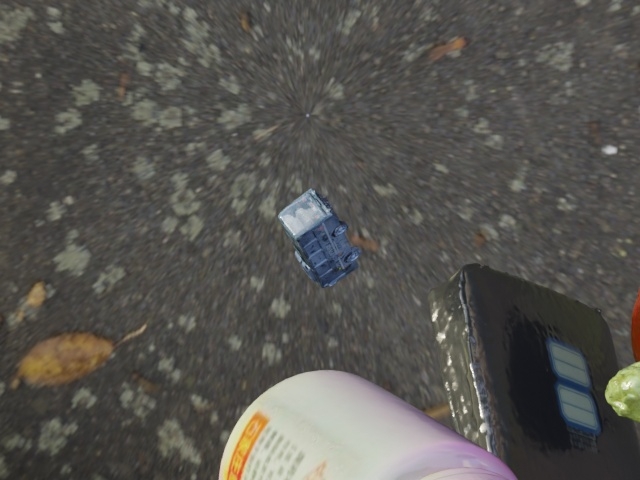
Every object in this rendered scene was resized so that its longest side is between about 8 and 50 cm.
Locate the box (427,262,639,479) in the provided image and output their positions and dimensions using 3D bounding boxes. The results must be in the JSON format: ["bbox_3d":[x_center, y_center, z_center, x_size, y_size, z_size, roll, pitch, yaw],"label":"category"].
[{"bbox_3d":[0.284,0.219,1.654,0.091,0.359,0.350,-32,55,36],"label":"box"}]

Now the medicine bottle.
[{"bbox_3d":[0.070,0.268,1.207,0.219,0.388,0.219,-5,103,-25],"label":"medicine bottle"}]

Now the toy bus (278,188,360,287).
[{"bbox_3d":[0.000,0.000,1.479,0.065,0.166,0.047,-36,65,-5],"label":"toy bus"}]

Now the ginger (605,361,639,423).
[{"bbox_3d":[0.419,0.187,1.366,0.290,0.137,0.089,17,96,-36],"label":"ginger"}]

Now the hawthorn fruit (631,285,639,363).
[{"bbox_3d":[0.475,0.128,1.671,0.181,0.181,0.235,3,122,-1],"label":"hawthorn fruit"}]
